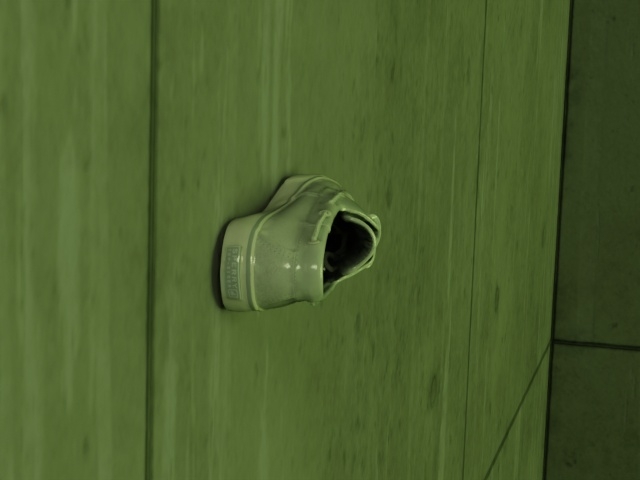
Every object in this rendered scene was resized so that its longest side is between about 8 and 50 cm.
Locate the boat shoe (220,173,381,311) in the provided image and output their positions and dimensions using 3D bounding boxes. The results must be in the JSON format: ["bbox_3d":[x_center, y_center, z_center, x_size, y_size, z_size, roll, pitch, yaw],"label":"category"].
[{"bbox_3d":[0.000,0.000,0.830,0.184,0.063,0.066,-17,111,-75],"label":"boat shoe"}]
